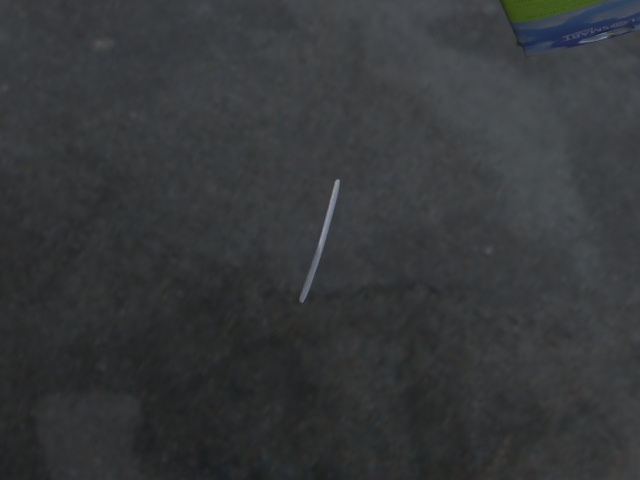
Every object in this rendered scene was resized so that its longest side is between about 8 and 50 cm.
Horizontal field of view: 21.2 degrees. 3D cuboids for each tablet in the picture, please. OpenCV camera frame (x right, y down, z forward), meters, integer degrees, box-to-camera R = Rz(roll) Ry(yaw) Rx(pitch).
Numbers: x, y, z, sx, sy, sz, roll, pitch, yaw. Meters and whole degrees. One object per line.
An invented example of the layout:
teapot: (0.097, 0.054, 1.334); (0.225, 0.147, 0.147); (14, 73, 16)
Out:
tablet: (0.000, 0.000, 1.203); (0.006, 0.054, 0.083); (17, 39, -2)

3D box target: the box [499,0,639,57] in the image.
box: (0.155, -0.153, 0.978); (0.109, 0.178, 0.042); (-13, 82, 10)
